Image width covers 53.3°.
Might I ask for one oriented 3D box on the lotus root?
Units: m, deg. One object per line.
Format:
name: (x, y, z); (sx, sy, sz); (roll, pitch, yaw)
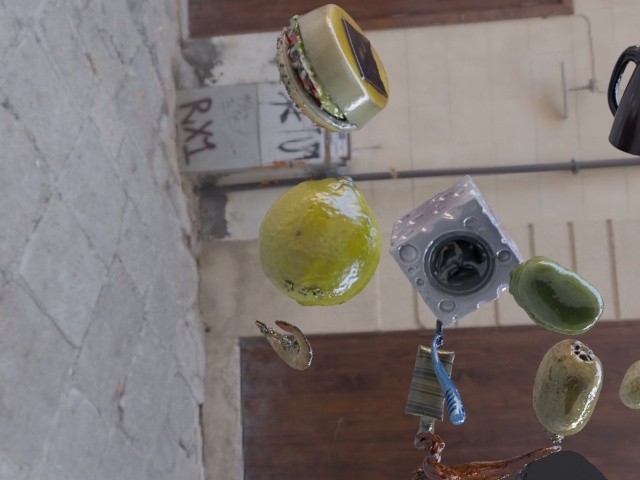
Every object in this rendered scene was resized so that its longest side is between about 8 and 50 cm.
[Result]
lotus root: (0.659, 0.424, 1.735); (0.169, 0.151, 0.343); (-129, -142, -51)

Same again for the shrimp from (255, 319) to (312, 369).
shrimp: (-0.113, 0.307, 1.992); (0.053, 0.236, 0.133); (-26, 143, -41)

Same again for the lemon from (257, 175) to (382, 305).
lemon: (0.000, 0.000, 1.794); (0.350, 0.349, 0.388); (-62, 169, -79)

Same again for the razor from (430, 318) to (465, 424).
razor: (0.269, 0.288, 1.379); (0.253, 0.042, 0.082); (-96, -179, -52)

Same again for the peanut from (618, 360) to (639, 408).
peanut: (0.996, 0.389, 1.874); (0.274, 0.111, 0.125); (-46, -159, 26)

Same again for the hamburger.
hamburger: (0.022, -0.378, 1.424); (0.300, 0.176, 0.300); (41, 33, -35)

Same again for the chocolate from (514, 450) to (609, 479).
chocolate: (0.550, 0.603, 1.538); (0.177, 0.223, 0.207); (103, -13, -77)

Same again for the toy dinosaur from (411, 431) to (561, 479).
toy dinosaur: (0.275, 0.500, 1.360); (0.097, 0.432, 0.208); (48, 2, -25)

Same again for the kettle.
kettle: (0.800, -0.353, 1.570); (0.202, 0.143, 0.232); (-124, -153, -47)

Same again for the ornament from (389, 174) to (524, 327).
ornament: (0.336, 0.020, 1.575); (0.239, 0.239, 0.240); (53, 18, -11)

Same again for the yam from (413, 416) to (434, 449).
yam: (0.372, 0.648, 2.228); (0.061, 0.060, 0.253); (-87, 180, -48)

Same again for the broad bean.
broad bean: (0.438, 0.104, 1.200); (0.124, 0.174, 0.082); (-51, 166, 25)

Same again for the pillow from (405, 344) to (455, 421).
pillow: (0.319, 0.412, 1.853); (0.038, 0.113, 0.204); (52, 50, -66)
